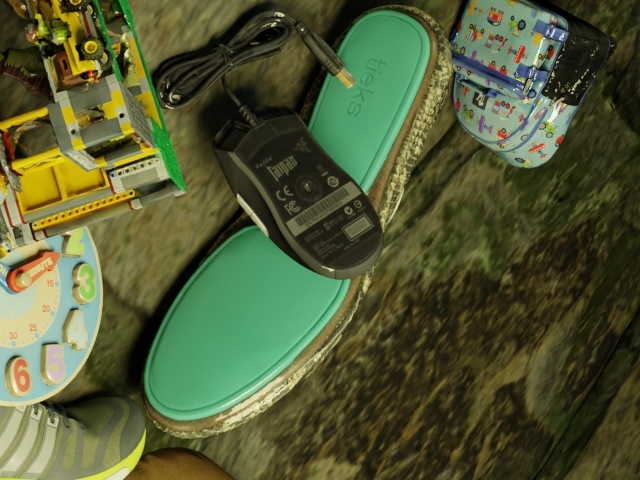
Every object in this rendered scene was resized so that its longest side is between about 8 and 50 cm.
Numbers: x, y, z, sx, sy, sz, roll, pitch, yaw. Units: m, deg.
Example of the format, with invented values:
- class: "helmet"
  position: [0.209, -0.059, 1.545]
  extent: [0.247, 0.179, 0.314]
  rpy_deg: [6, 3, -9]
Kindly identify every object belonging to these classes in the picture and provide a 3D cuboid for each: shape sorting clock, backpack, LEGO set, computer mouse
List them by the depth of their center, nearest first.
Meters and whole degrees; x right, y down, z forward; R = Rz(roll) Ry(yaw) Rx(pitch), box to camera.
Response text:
- class: "LEGO set"
  position: [-0.237, -0.115, 1.382]
  extent: [0.192, 0.331, 0.255]
  rpy_deg: [-18, 90, 1]
- class: "shape sorting clock"
  position: [-0.260, 0.036, 1.532]
  extent: [0.206, 0.040, 0.206]
  rpy_deg: [17, 66, -45]
- class: "computer mouse"
  position: [-0.021, -0.087, 1.686]
  extent: [0.184, 0.262, 0.060]
  rpy_deg: [-40, 175, -31]
- class: "backpack"
  position: [0.203, -0.171, 1.930]
  extent: [0.117, 0.158, 0.173]
  rpy_deg: [10, 111, -42]

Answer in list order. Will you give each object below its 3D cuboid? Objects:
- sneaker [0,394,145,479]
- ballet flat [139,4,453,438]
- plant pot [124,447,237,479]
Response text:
- class: "sneaker"
  position: [-0.267, 0.164, 1.577]
  extent: [0.300, 0.111, 0.121]
  rpy_deg: [-9, 110, -49]
- class: "ballet flat"
  position: [0.000, 0.000, 1.783]
  extent: [0.483, 0.164, 0.182]
  rpy_deg: [-61, 158, -12]
- class: "plant pot"
  position: [-0.087, 0.355, 1.750]
  extent: [0.237, 0.254, 0.237]
  rpy_deg: [-22, 122, -40]
